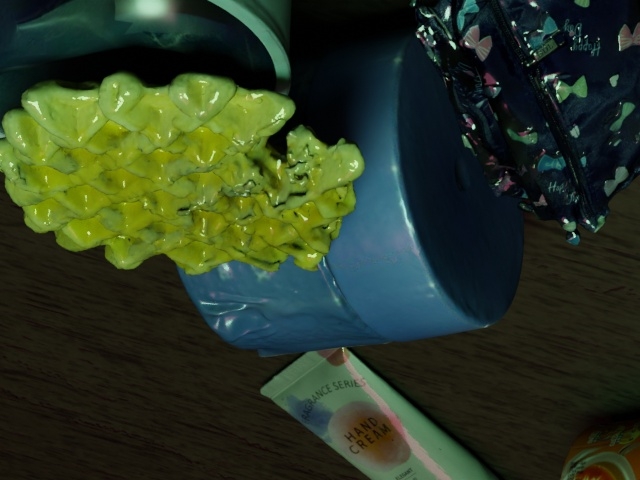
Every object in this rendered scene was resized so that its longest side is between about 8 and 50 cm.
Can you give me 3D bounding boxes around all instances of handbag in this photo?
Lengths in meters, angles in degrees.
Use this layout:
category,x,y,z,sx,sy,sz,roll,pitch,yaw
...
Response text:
category,x,y,z,sx,sy,sz,roll,pitch,yaw
handbag,0.177,-0.130,1.375,0.162,0.113,0.260,-37,125,-11

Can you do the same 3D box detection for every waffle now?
category,x,y,z,sx,sy,sz,roll,pitch,yaw
waffle,-0.099,-0.044,1.217,0.250,0.056,0.261,6,157,-3

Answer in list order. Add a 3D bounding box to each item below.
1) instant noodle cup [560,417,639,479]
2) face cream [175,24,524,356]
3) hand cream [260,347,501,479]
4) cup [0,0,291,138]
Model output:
category,x,y,z,sx,sy,sz,roll,pitch,yaw
instant noodle cup,0.347,0.266,1.637,0.192,0.250,0.250,-7,129,34
face cream,0.019,-0.034,1.443,0.225,0.249,0.249,-12,127,27
hand cream,0.098,0.230,1.794,0.340,0.078,0.124,39,132,-13
cup,-0.114,-0.240,1.231,0.331,0.311,0.256,21,150,-34
